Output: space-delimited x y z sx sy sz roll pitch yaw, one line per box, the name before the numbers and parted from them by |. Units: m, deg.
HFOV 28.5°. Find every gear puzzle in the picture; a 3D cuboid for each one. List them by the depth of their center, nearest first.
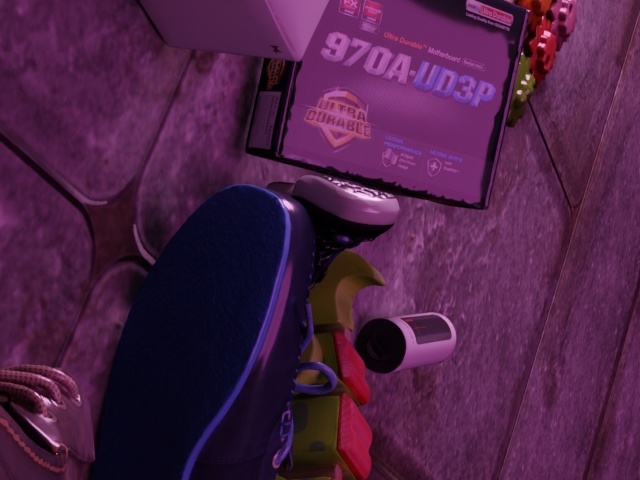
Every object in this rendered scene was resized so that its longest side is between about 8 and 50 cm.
gear puzzle | 0.233 -0.224 1.426 0.339 0.044 0.175 -56 146 -38

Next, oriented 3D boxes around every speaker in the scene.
speaker | 0.086 0.101 1.251 0.136 0.055 0.055 2 98 -63

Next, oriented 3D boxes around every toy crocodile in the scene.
toy crocodile | -0.004 0.168 0.994 0.115 0.105 0.341 55 33 -55

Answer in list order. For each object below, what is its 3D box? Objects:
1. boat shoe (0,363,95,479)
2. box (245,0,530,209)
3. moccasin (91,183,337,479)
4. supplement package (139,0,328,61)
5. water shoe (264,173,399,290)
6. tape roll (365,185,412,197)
boat shoe | -0.177 0.116 0.597 0.355 0.132 0.130 111 -9 -62
box | 0.057 -0.129 1.004 0.220 0.051 0.175 13 89 -35
moccasin | -0.080 0.128 0.868 0.117 0.137 0.342 14 100 -50
supplement package | -0.041 -0.220 0.819 0.179 0.105 0.105 -67 152 -24
water shoe | 0.000 0.000 0.913 0.203 0.073 0.080 179 -75 -74
tape roll | 0.100 -0.148 1.163 0.219 0.072 0.219 -31 126 -56
